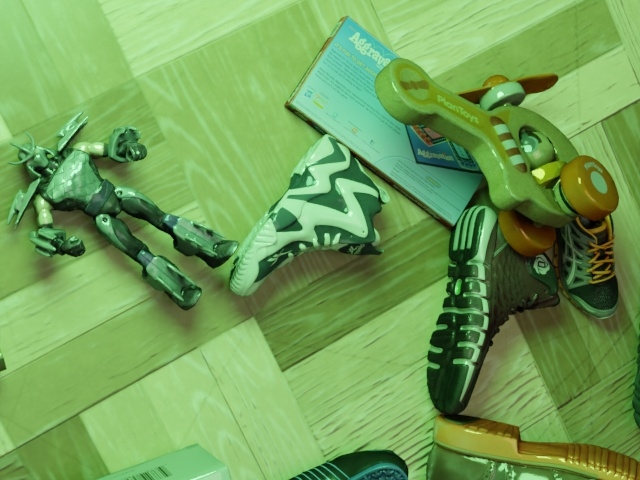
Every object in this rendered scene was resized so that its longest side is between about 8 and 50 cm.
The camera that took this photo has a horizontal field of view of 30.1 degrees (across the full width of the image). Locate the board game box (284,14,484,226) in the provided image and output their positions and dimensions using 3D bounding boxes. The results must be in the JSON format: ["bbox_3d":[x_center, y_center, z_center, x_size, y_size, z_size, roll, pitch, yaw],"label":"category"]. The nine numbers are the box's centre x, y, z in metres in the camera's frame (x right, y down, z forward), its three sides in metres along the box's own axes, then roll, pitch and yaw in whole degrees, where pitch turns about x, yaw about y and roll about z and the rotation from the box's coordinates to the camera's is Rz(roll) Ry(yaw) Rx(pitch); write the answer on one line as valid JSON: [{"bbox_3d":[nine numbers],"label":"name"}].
[{"bbox_3d":[0.103,-0.155,1.576,0.281,0.027,0.145,36,80,-17],"label":"board game box"}]

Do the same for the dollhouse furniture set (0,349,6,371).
[{"bbox_3d":[-0.439,0.163,1.381,0.144,0.123,0.151,-21,63,-19],"label":"dollhouse furniture set"}]

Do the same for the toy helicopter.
[{"bbox_3d":[0.214,-0.147,1.519,0.355,0.140,0.235,24,49,-30],"label":"toy helicopter"}]

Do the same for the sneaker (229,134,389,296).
[{"bbox_3d":[0.000,0.000,1.504,0.153,0.094,0.235,36,69,-9],"label":"sneaker"}]

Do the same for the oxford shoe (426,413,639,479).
[{"bbox_3d":[0.316,0.332,1.555,0.364,0.130,0.132,13,94,19],"label":"oxford shoe"}]

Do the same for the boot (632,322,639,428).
[{"bbox_3d":[0.688,0.124,1.734,0.445,0.146,0.367,8,96,-17],"label":"boot"}]

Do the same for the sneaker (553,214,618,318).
[{"bbox_3d":[0.372,0.009,1.650,0.084,0.083,0.215,-22,100,-20],"label":"sneaker"}]

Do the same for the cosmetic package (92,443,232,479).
[{"bbox_3d":[-0.167,0.455,1.419,0.197,0.155,0.365,-16,97,-19],"label":"cosmetic package"}]

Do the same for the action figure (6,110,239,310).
[{"bbox_3d":[-0.244,-0.038,1.415,0.285,0.099,0.185,35,84,-14],"label":"action figure"}]

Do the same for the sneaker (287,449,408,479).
[{"bbox_3d":[0.002,0.329,1.527,0.232,0.090,0.081,-16,98,2],"label":"sneaker"}]

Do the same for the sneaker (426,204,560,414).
[{"bbox_3d":[0.246,0.103,1.595,0.162,0.106,0.281,13,86,-23],"label":"sneaker"}]
